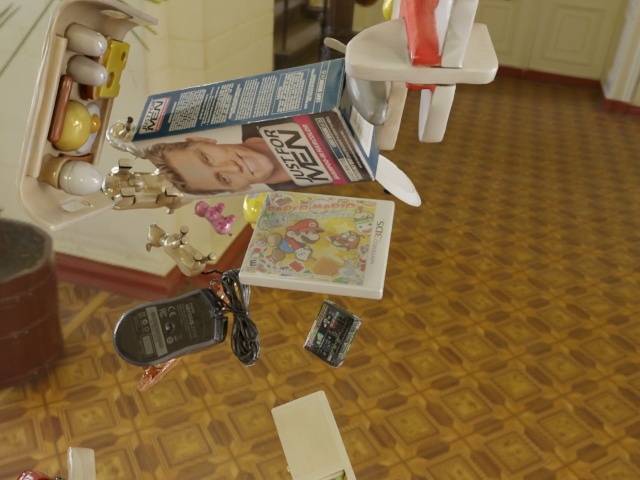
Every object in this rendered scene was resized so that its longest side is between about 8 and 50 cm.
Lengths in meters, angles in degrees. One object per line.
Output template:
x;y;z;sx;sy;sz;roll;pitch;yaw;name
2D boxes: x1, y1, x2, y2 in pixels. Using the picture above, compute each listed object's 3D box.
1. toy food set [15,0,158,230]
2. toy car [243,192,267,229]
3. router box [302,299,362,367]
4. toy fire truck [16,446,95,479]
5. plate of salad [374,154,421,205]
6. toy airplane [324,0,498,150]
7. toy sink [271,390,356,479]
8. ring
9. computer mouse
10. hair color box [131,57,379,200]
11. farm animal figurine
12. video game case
-0.309;-0.178;0.905;0.093;0.306;0.219;19;13;1;toy food set
-0.127;-0.143;1.252;0.239;0.225;0.053;46;30;-5;toy car
0.027;0.206;1.417;0.092;0.122;0.038;29;7;34;router box
-0.371;0.392;0.944;0.246;0.217;0.158;5;56;46;toy fire truck
0.165;-0.149;1.577;0.200;0.048;0.199;34;23;-17;plate of salad
0.094;-0.300;0.730;0.273;0.385;0.384;19;9;10;toy airplane
-0.010;0.469;1.390;0.131;0.152;0.234;-20;67;-4;toy sink
-0.297;0.194;1.433;0.032;0.336;0.336;42;31;-10;ring
-0.258;0.171;1.238;0.272;0.188;0.072;-12;-11;-4;computer mouse
-0.097;-0.162;1.008;0.348;0.174;0.105;-4;58;24;hair color box
-0.369;-0.092;1.512;0.327;0.172;0.330;16;65;-25;farm animal figurine
0.000;0.000;1.063;0.227;0.026;0.206;5;47;9;video game case
